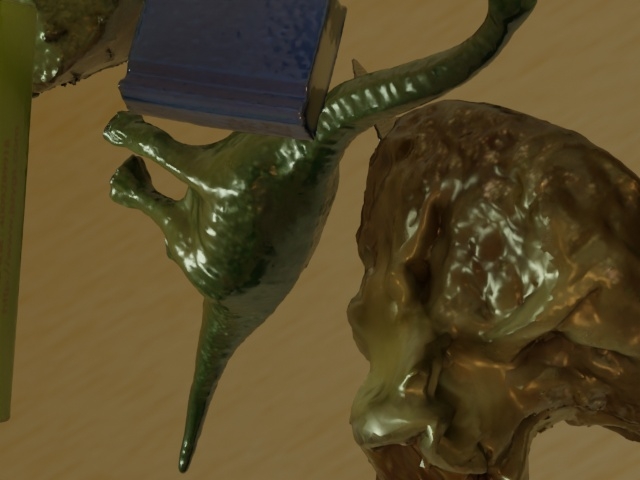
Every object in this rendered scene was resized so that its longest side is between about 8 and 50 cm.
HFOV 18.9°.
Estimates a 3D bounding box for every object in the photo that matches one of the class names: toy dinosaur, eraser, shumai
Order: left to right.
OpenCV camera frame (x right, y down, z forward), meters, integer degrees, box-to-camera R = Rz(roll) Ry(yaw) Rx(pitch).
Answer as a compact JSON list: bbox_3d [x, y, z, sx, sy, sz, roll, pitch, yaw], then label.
[{"bbox_3d":[-0.037,-0.079,0.809,0.027,0.084,0.063,50,-129,-66],"label":"eraser"},{"bbox_3d":[0.000,0.000,1.079,0.301,0.087,0.447,30,132,37],"label":"toy dinosaur"},{"bbox_3d":[0.075,0.044,0.846,0.209,0.153,0.161,39,162,22],"label":"shumai"}]

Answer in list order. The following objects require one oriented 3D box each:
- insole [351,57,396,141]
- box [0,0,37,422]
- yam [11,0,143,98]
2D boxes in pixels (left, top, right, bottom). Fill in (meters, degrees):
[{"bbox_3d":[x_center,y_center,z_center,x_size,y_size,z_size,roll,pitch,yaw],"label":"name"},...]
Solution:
[{"bbox_3d":[0.072,-0.015,1.270,0.109,0.007,0.322,50,-166,-41],"label":"insole"},{"bbox_3d":[-0.292,-0.026,0.871,0.047,0.335,0.187,-7,-78,-71],"label":"box"},{"bbox_3d":[-0.165,-0.240,1.454,0.271,0.201,0.202,-37,-83,-43],"label":"yam"}]
